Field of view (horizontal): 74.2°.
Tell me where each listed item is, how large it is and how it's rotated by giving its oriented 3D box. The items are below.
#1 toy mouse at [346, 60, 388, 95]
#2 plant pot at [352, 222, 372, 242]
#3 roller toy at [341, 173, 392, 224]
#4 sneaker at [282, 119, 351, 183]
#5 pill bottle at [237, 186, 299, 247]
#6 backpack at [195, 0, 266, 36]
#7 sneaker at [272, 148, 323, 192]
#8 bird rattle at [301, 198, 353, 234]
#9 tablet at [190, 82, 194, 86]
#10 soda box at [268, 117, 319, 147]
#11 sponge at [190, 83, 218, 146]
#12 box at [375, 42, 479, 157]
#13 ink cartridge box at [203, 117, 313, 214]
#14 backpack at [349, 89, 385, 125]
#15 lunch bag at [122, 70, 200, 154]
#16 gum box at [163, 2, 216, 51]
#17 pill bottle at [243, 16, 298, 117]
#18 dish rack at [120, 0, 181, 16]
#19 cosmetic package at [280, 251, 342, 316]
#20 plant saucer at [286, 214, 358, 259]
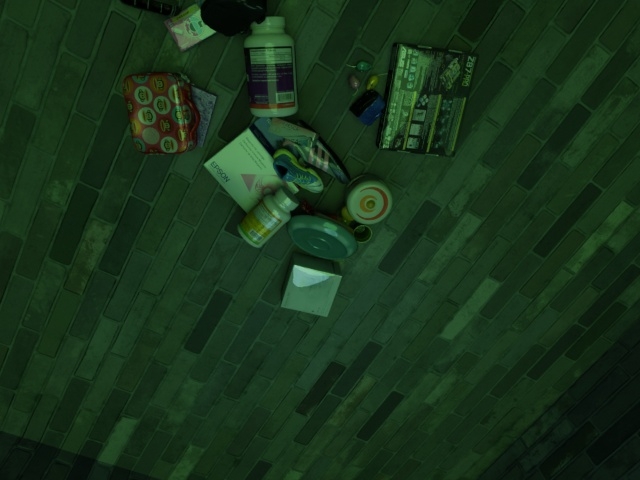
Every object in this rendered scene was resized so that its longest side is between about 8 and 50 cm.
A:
[{"bbox_3d":[0.151,-0.626,1.595,0.143,0.031,0.161,43,86,1],"label":"toy mouse"},{"bbox_3d":[0.177,-0.043,1.855,0.083,0.079,0.083,-2,115,-4],"label":"plant pot"},{"bbox_3d":[0.195,-0.170,1.763,0.209,0.146,0.191,5,113,-6],"label":"roller toy"},{"bbox_3d":[-0.014,-0.328,1.705,0.131,0.112,0.319,-39,105,20],"label":"sneaker"},{"bbox_3d":[-0.206,-0.098,1.701,0.246,0.136,0.136,-43,110,15],"label":"pill bottle"},{"bbox_3d":[-0.287,-0.877,1.315,0.273,0.290,0.355,14,89,-37],"label":"backpack"},{"bbox_3d":[-0.097,-0.247,1.656,0.240,0.126,0.091,37,130,-15],"label":"sneaker"},{"bbox_3d":[0.034,-0.083,1.769,0.253,0.207,0.143,35,84,-25],"label":"bird rattle"},{"bbox_3d":[-0.520,-0.571,1.602,0.083,0.006,0.054,6,113,-8],"label":"tablet"},{"bbox_3d":[-0.100,-0.406,1.591,0.183,0.058,0.063,23,108,10],"label":"soda box"},{"bbox_3d":[-0.481,-0.478,1.628,0.117,0.031,0.210,20,115,-12],"label":"sponge"},{"bbox_3d":[0.406,-0.537,1.646,0.318,0.097,0.394,4,114,-5],"label":"box"},{"bbox_3d":[-0.242,-0.288,1.719,0.330,0.071,0.324,-36,112,12],"label":"ink cartridge box"},{"bbox_3d":[0.189,-0.516,1.639,0.120,0.098,0.101,-47,138,15],"label":"backpack"},{"bbox_3d":[-0.566,-0.464,1.554,0.258,0.120,0.293,2,111,9],"label":"lunch bag"},{"bbox_3d":[-0.435,-0.761,1.492,0.188,0.062,0.107,-26,114,7],"label":"gum box"},{"bbox_3d":[-0.176,-0.615,1.515,0.182,0.181,0.322,-4,114,-3],"label":"pill bottle"},{"bbox_3d":[-0.542,-0.895,1.389,0.208,0.074,0.271,19,112,6],"label":"dish rack"},{"bbox_3d":[-0.047,0.199,1.915,0.225,0.138,0.224,14,112,-9],"label":"cosmetic package"},{"bbox_3d":[0.000,0.000,1.765,0.318,0.043,0.317,16,154,8],"label":"plant saucer"}]
